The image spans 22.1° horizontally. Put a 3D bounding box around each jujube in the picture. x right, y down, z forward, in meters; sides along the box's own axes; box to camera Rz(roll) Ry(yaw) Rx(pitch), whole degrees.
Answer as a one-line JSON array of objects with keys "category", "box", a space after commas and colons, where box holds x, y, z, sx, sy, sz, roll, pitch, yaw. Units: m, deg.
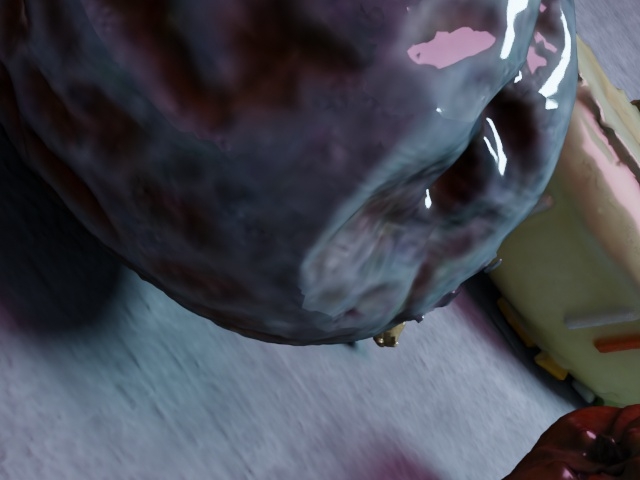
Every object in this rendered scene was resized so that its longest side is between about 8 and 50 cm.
[{"category": "jujube", "box": [-0.035, -0.118, 0.682, 0.308, 0.246, 0.215, 48, 20, 29]}]

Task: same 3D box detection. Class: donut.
[{"category": "donut", "box": [0.214, -0.009, 1.180, 0.371, 0.150, 0.307, 23, 38, -53]}]

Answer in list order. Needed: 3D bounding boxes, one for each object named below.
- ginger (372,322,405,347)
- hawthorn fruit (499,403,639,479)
[{"category": "ginger", "box": [0.000, -0.008, 0.834, 0.165, 0.067, 0.096, 28, 55, -50]}, {"category": "hawthorn fruit", "box": [0.166, 0.187, 0.818, 0.163, 0.162, 0.203, -74, 143, -64]}]
